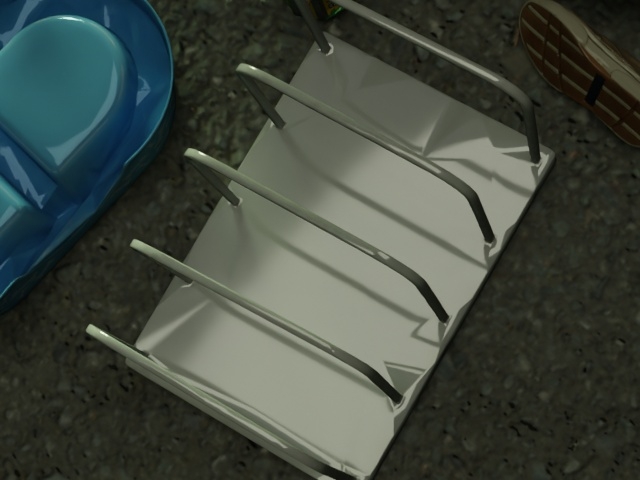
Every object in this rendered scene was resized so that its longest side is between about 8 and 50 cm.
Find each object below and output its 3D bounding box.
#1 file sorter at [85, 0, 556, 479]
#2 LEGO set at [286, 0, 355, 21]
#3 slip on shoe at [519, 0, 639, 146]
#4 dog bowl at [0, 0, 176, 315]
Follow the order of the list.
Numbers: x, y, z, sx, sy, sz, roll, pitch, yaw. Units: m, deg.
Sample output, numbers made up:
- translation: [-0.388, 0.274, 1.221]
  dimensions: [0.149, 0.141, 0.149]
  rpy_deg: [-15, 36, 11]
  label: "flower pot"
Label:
- translation: [0.000, 0.000, 1.087]
  dimensions: [0.193, 0.173, 0.278]
  rpy_deg: [29, 85, 15]
  label: "file sorter"
- translation: [-0.098, -0.305, 1.151]
  dimensions: [0.331, 0.192, 0.255]
  rpy_deg: [22, 81, 14]
  label: "LEGO set"
- translation: [0.194, -0.120, 1.147]
  dimensions: [0.041, 0.051, 0.135]
  rpy_deg: [-27, 61, -37]
  label: "slip on shoe"
- translation: [-0.224, -0.058, 1.189]
  dimensions: [0.166, 0.074, 0.297]
  rpy_deg: [42, 88, 15]
  label: "dog bowl"
